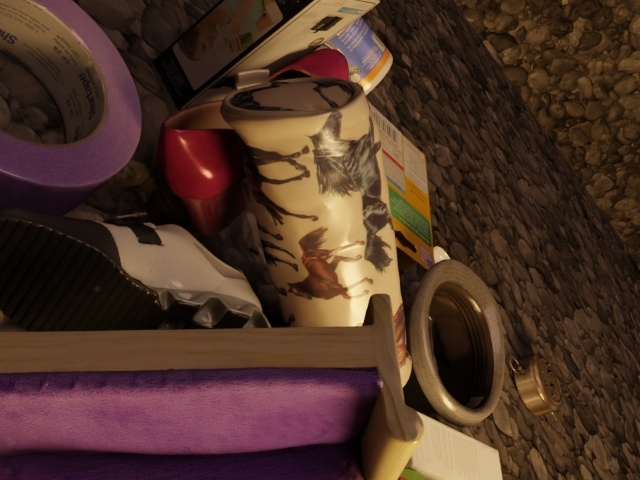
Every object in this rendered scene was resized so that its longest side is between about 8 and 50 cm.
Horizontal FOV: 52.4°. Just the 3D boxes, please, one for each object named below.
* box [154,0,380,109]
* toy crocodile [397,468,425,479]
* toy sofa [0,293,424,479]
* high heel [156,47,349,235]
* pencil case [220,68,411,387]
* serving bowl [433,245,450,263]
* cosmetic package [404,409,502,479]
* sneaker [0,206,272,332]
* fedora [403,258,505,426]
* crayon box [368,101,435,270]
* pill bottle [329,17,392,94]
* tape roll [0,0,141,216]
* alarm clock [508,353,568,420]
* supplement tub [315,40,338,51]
[{"bbox_3d":[-0.078,-0.302,0.936,0.169,0.290,0.087,-26,89,-59],"label":"box"},{"bbox_3d":[0.050,0.302,0.768,0.340,0.105,0.115,27,41,-7],"label":"toy crocodile"},{"bbox_3d":[-0.116,0.151,0.482,0.363,0.150,0.177,0,53,-5],"label":"toy sofa"},{"bbox_3d":[-0.067,-0.184,0.859,0.377,0.127,0.181,-58,159,-31],"label":"high heel"},{"bbox_3d":[0.000,0.000,0.782,0.160,0.183,0.410,-33,124,-35],"label":"pencil case"},{"bbox_3d":[0.244,0.055,1.339,0.083,0.027,0.083,33,43,-36],"label":"serving bowl"},{"bbox_3d":[0.152,0.321,0.930,0.231,0.117,0.085,33,43,-38],"label":"cosmetic package"},{"bbox_3d":[-0.205,0.033,0.689,0.330,0.122,0.146,29,26,-38],"label":"sneaker"},{"bbox_3d":[0.196,0.180,1.088,0.244,0.124,0.275,35,49,-30],"label":"fedora"},{"bbox_3d":[0.117,-0.090,1.228,0.203,0.083,0.323,36,39,-33],"label":"crayon box"},{"bbox_3d":[0.000,-0.400,1.243,0.272,0.152,0.152,43,37,-24],"label":"pill bottle"},{"bbox_3d":[-0.326,-0.158,0.674,0.275,0.090,0.274,33,42,-35],"label":"tape roll"},{"bbox_3d":[0.470,0.306,1.426,0.192,0.064,0.129,36,40,-28],"label":"alarm clock"},{"bbox_3d":[-0.022,-0.236,1.092,0.144,0.144,0.199,32,43,-37],"label":"supplement tub"}]
